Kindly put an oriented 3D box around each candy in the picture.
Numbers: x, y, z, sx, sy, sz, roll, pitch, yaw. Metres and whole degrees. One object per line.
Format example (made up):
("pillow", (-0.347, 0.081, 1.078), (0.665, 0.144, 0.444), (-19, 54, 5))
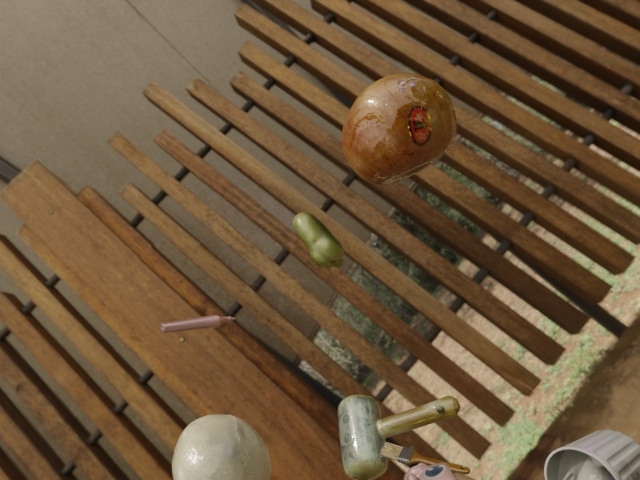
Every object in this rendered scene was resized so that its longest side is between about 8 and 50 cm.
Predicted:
("candy", (-0.265, 0.611, 1.217), (0.296, 0.296, 0.185), (-33, -26, -48))

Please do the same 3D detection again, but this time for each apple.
("apple", (0.270, -0.393, 1.549), (0.401, 0.333, 0.400), (-23, -2, -1))

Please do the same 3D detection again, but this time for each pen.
("pen", (-0.326, 0.225, 1.199), (0.198, 0.032, 0.053), (-3, -3, -28))

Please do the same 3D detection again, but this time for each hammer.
("hammer", (0.190, 0.445, 1.067), (0.306, 0.201, 0.113), (-23, -48, 14))

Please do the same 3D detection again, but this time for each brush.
("brush", (0.198, 0.420, 0.845), (0.043, 0.170, 0.014), (-23, -69, -60))

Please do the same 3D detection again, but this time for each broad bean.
("broad bean", (0.000, 0.000, 1.153), (0.082, 0.174, 0.124), (-36, -25, 13))

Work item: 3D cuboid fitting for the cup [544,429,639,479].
("cup", (0.667, 0.551, 1.007), (0.202, 0.221, 0.166), (-1, -66, -36))

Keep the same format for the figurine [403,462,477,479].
("figurine", (0.240, 0.449, 0.633), (0.186, 0.287, 0.176), (-31, -41, -13))
